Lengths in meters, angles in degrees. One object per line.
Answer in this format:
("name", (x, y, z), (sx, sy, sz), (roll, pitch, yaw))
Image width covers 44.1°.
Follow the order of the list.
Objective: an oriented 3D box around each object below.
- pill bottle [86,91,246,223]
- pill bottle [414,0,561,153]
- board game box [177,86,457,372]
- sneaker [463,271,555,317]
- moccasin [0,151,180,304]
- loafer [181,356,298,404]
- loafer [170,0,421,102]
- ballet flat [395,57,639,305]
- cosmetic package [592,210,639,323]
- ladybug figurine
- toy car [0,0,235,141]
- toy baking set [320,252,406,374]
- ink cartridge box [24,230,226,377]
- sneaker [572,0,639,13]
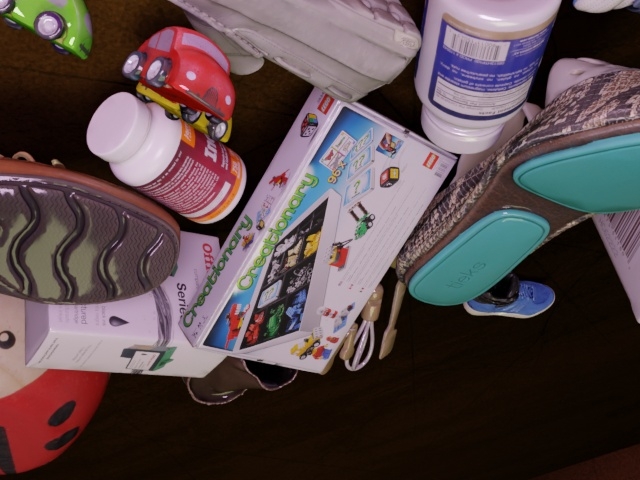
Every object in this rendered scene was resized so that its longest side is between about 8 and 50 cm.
("pill bottle", (-0.149, -0.081, 0.777), (0.086, 0.086, 0.152), (-28, 147, 22))
("pill bottle", (0.144, -0.169, 0.723), (0.112, 0.112, 0.187), (-9, 149, -7))
("board game box", (0.000, 0.000, 0.868), (0.193, 0.053, 0.305), (20, 107, -42))
("sneaker", (0.307, 0.082, 1.239), (0.152, 0.058, 0.084), (0, 155, -10))
("moccasin", (-0.323, -0.024, 0.746), (0.380, 0.147, 0.139), (4, 111, -15))
("loafer", (-0.105, 0.160, 1.138), (0.134, 0.130, 0.366), (6, 144, -28))
("loafer", (-0.056, -0.182, 0.627), (0.319, 0.112, 0.111), (14, 131, -38))
("ballet flat", (0.232, -0.080, 0.827), (0.164, 0.182, 0.483), (17, 153, -22))
("cosmetic package", (0.563, -0.074, 0.925), (0.453, 0.230, 0.161), (-10, 149, -3))
("ladybug figurine", (-0.423, 0.189, 1.033), (0.305, 0.162, 0.449), (-7, 148, -10))
("toy car", (-0.162, -0.156, 0.617), (0.225, 0.053, 0.239), (28, 178, -7))
("toy baking set", (0.061, 0.091, 1.084), (0.256, 0.030, 0.197), (16, 101, -61))
("ink cartridge box", (-0.220, 0.065, 0.914), (0.219, 0.160, 0.092), (9, 142, -34))
("sneaker", (0.330, -0.247, 0.692), (0.236, 0.130, 0.323), (-1, 172, 23))
